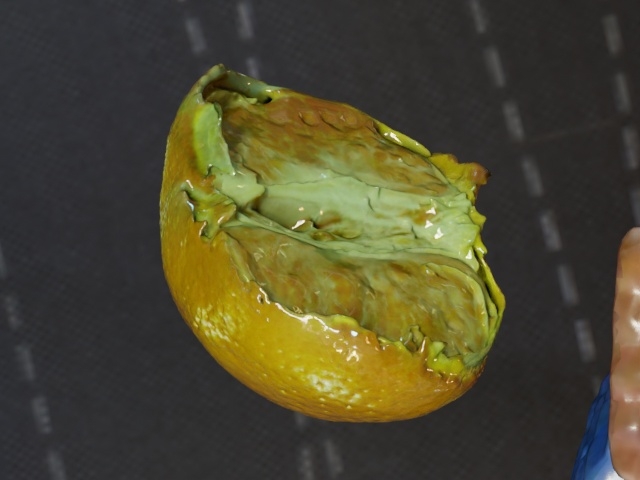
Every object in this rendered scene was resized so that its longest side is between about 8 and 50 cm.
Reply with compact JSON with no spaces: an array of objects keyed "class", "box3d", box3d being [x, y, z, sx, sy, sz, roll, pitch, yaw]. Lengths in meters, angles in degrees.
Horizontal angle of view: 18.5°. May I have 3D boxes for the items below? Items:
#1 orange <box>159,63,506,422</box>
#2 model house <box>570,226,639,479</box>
[{"class":"orange","box3d":[-0.006,0.007,1.543,0.262,0.196,0.335,20,42,-40]},{"class":"model house","box3d":[0.246,0.044,0.824,0.252,0.295,0.329,-65,145,-41]}]
